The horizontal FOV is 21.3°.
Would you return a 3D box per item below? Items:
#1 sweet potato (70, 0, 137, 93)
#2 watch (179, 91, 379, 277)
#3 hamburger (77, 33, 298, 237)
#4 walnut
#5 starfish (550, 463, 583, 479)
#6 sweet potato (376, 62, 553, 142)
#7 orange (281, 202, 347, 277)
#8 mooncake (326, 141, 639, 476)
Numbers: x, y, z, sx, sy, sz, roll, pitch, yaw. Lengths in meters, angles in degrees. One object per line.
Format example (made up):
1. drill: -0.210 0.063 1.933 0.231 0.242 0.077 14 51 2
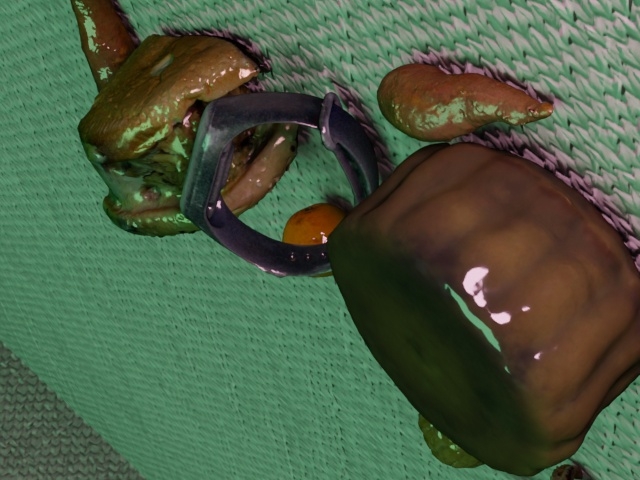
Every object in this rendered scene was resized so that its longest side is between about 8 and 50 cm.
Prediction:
1. sweet potato: -0.231 -0.194 1.945 0.072 0.066 0.314 26 148 34
2. watch: -0.032 -0.057 1.646 0.193 0.068 0.206 16 132 -4
3. hamburger: -0.153 -0.101 1.793 0.167 0.192 0.288 47 163 -25
4. walnut: 0.157 0.187 1.787 0.105 0.105 0.124 50 149 -5
5. starfish: 0.257 0.349 1.866 0.312 0.113 0.303 29 156 24
6. sweet potato: 0.103 -0.109 1.394 0.226 0.068 0.068 15 142 56
7. orange: -0.001 0.000 1.791 0.083 0.083 0.083 41 159 20
8. mooncake: 0.148 0.050 1.454 0.290 0.161 0.290 43 160 20
